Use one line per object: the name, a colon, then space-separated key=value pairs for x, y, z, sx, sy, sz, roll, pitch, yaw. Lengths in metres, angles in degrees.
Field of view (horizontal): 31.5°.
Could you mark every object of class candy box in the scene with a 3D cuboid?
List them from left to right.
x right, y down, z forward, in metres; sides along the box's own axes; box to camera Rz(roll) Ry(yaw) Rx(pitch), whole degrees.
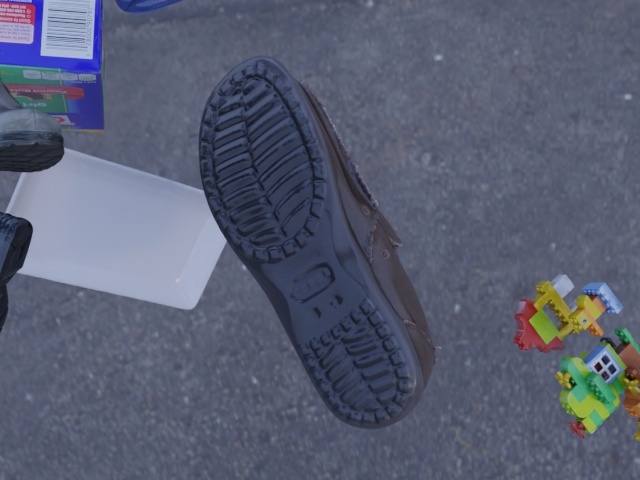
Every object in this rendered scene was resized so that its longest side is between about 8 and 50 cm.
candy box: x=-0.411 y=-0.234 z=1.459 sx=0.268 sy=0.317 sz=0.122 roll=3 pitch=84 yaw=-9

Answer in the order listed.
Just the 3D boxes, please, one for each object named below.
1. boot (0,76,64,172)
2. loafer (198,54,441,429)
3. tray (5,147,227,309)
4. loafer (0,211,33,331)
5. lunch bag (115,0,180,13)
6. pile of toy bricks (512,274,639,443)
boot: x=-0.279 y=-0.136 z=0.910 sx=0.083 sy=0.161 sz=0.246 roll=3 pitch=0 yaw=-37
loafer: x=0.000 y=0.000 z=1.077 sx=0.134 sy=0.130 sz=0.366 roll=-26 pitch=82 yaw=25
tray: x=-0.223 y=-0.013 z=1.243 sx=0.030 sy=0.270 sz=0.145 roll=37 pitch=106 yaw=48
loafer: x=-0.319 y=0.049 z=1.035 sx=0.061 sy=0.062 sz=0.170 roll=23 pitch=97 yaw=7
lunch bag: x=-0.071 y=-0.156 z=0.531 sx=0.098 sy=0.065 sz=0.067 roll=-21 pitch=44 yaw=-10
pile of toy bricks: x=0.272 y=0.142 z=1.092 sx=0.105 sy=0.212 sz=0.118 roll=-41 pitch=9 yaw=-14
